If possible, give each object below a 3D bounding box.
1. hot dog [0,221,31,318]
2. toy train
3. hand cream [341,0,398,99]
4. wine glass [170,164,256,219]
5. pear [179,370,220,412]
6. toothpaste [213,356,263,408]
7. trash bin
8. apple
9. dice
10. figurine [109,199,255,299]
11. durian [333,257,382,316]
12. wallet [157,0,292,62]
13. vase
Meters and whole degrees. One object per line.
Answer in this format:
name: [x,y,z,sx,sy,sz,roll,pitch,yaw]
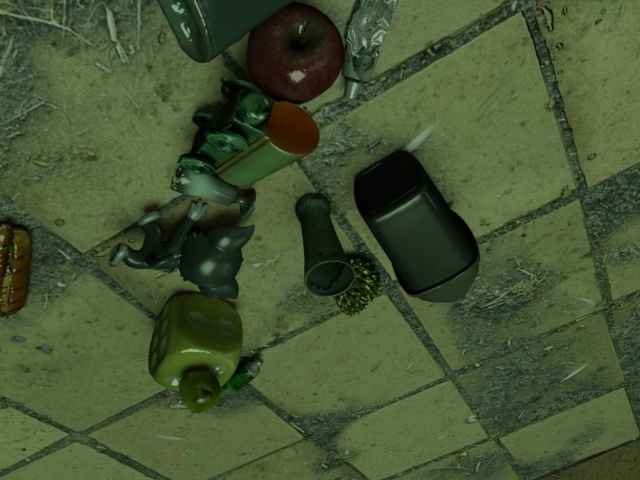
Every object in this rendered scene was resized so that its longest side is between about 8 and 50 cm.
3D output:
hot dog: [-0.640,0.063,1.077,0.104,0.076,0.250,14,129,-21]
toy train: [-0.121,-0.161,0.896,0.177,0.116,0.285,20,164,-26]
hand cream: [0.085,-0.354,0.886,0.084,0.050,0.257,3,127,-19]
wine glass: [-0.201,-0.097,1.032,0.155,0.072,0.072,24,122,-29]
pear: [-0.254,0.322,1.149,0.092,0.097,0.092,-5,102,-24]
toothpaste: [-0.240,0.391,1.472,0.078,0.047,0.248,32,120,-31]
trash bin: [0.200,-0.020,1.101,0.182,0.209,0.290,-29,125,15]
apple: [-0.043,-0.289,0.849,0.153,0.153,0.120,-2,171,-10]
dice: [-0.287,0.237,1.241,0.169,0.169,0.166,19,123,-26]
figurine: [-0.269,0.016,1.077,0.265,0.140,0.193,4,115,-46]
durian: [0.084,0.099,1.234,0.108,0.119,0.186,-27,130,17]
wallet: [-0.070,-0.415,0.655,0.360,0.083,0.252,-48,138,-26]
vase: [0.000,0.000,1.061,0.096,0.219,0.096,-6,132,-7]
